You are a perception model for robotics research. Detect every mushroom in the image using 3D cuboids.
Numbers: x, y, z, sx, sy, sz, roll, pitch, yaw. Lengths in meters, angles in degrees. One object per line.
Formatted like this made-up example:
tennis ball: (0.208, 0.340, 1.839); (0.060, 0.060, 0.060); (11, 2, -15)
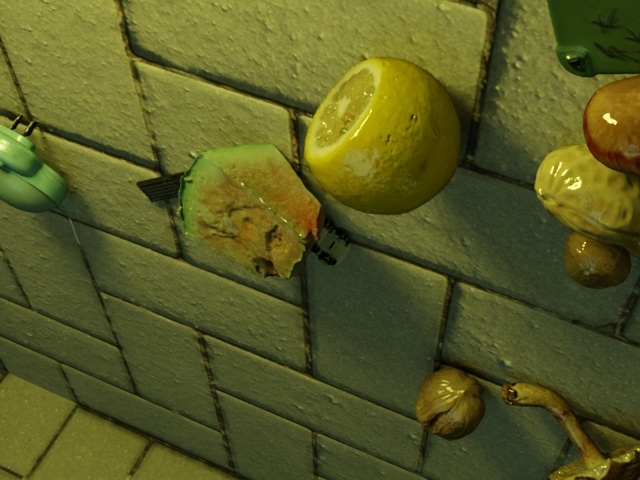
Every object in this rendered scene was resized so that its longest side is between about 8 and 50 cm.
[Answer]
mushroom: (0.551, 0.418, 1.930); (0.233, 0.208, 0.302); (-30, 110, 9)

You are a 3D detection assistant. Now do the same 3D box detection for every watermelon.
watermelon: (-0.118, -0.051, 1.796); (0.302, 0.151, 0.264); (36, 143, 13)

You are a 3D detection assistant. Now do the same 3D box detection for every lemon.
lemon: (0.111, -0.148, 1.425); (0.219, 0.240, 0.240); (33, 150, -26)

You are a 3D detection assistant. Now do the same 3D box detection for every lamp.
lamp: (-0.691, -0.161, 2.114); (0.209, 0.147, 0.284); (25, 147, 12)

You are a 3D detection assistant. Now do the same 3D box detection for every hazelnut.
hazelnut: (0.441, -0.154, 1.258); (0.150, 0.150, 0.150); (21, 147, 14)

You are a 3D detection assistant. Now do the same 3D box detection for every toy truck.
toy truck: (0.000, 0.000, 1.869); (0.111, 0.076, 0.077); (39, 166, -13)

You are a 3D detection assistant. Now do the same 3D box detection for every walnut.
walnut: (0.293, 0.365, 2.060); (0.155, 0.155, 0.184); (29, 146, 2)
walnut: (0.457, 0.029, 1.514); (0.124, 0.105, 0.105); (39, 147, -15)

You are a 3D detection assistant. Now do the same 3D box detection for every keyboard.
keyboard: (-0.323, -0.118, 2.006); (0.204, 0.013, 0.061); (-6, 134, 43)

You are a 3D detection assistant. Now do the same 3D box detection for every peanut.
peanut: (0.465, -0.038, 1.372); (0.305, 0.147, 0.147); (29, 148, -1)

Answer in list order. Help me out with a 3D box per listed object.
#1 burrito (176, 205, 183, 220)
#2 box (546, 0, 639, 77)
burrito: (-0.233, -0.047, 2.008); (0.171, 0.042, 0.051); (20, 136, 13)
box: (0.363, -0.337, 1.013); (0.252, 0.178, 0.329); (3, 139, 33)
